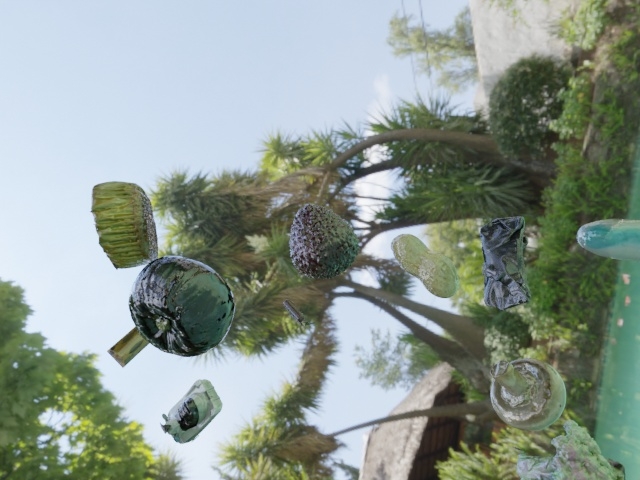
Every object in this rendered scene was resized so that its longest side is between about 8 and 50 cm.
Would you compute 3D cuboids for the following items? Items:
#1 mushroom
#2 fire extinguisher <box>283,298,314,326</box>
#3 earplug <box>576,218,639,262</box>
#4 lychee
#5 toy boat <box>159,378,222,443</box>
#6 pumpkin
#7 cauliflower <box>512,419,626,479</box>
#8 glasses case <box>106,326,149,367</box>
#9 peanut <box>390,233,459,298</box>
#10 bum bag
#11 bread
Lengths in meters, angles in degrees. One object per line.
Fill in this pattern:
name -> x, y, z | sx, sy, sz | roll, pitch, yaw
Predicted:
mushroom -> 0.560, 0.411, 1.399 | 0.215, 0.207, 0.207 | 42, -123, -23
fire extinguisher -> -0.065, 0.208, 1.373 | 0.032, 0.100, 0.046 | -12, -43, -47
earplug -> 1.072, -0.004, 1.755 | 0.185, 0.324, 0.185 | 7, -90, -78
lychee -> 0.000, 0.000, 1.735 | 0.271, 0.271, 0.271 | -28, -58, -56
toy boat -> -0.438, 0.580, 1.654 | 0.269, 0.140, 0.141 | -44, -22, 18
pumpkin -> -0.303, 0.142, 1.097 | 0.163, 0.233, 0.233 | -52, -39, -54
cauliflower -> 0.566, 0.569, 1.194 | 0.256, 0.315, 0.239 | 47, -114, -14
glasses case -> -0.509, 0.274, 1.409 | 0.064, 0.041, 0.170 | 49, -138, -6
peanut -> 0.328, 0.071, 1.562 | 0.123, 0.257, 0.123 | -41, -18, -16
bum bag -> 0.465, 0.053, 1.273 | 0.060, 0.123, 0.248 | 38, -131, -39
bread -> -0.526, -0.043, 1.365 | 0.253, 0.143, 0.227 | 120, 142, -66
